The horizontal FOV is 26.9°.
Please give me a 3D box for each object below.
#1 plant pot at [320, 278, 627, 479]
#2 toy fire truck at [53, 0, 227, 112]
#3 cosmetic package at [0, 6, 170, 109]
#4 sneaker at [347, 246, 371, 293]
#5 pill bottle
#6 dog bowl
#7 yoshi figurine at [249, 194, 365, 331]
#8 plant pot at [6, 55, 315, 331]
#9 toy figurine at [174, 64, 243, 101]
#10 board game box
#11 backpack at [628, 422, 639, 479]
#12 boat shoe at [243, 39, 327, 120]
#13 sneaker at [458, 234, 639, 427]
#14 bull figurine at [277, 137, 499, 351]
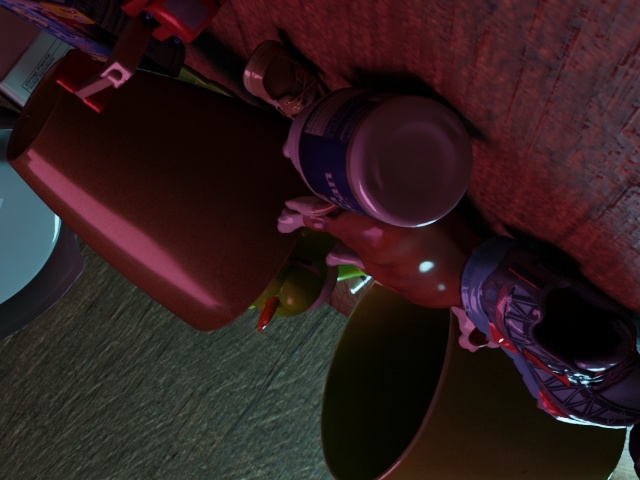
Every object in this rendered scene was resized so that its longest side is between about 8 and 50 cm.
[{"bbox_3d":[0.195,0.187,1.530,0.293,0.275,0.275,21,180,-22],"label":"plant pot"},{"bbox_3d":[-0.143,-0.165,1.061,0.047,0.135,0.192,38,174,-21],"label":"toy fire truck"},{"bbox_3d":[-0.302,-0.203,1.624,0.129,0.153,0.296,31,172,30],"label":"cosmetic package"},{"bbox_3d":[0.000,0.000,1.821,0.185,0.084,0.069,32,173,35],"label":"sneaker"},{"bbox_3d":[0.036,-0.067,1.010,0.094,0.094,0.169,38,174,-23],"label":"pill bottle"},{"bbox_3d":[-0.445,-0.017,1.630,0.102,0.349,0.349,48,-178,35],"label":"dog bowl"},{"bbox_3d":[-0.016,-0.022,1.583,0.362,0.203,0.203,-96,-6,-79],"label":"yoshi figurine"},{"bbox_3d":[-0.169,-0.070,1.325,0.254,0.237,0.237,30,177,-27],"label":"plant pot"},{"bbox_3d":[-0.166,-0.107,1.553,0.130,0.159,0.173,39,173,-33],"label":"toy figurine"},{"bbox_3d":[-0.224,-0.226,1.364,0.194,0.060,0.194,19,173,44],"label":"board game box"},{"bbox_3d":[0.392,0.236,1.281,0.152,0.115,0.182,42,170,-26],"label":"backpack"},{"bbox_3d":[-0.023,-0.129,1.116,0.045,0.050,0.135,30,-177,19],"label":"boat shoe"},{"bbox_3d":[0.233,0.103,1.200,0.262,0.104,0.125,39,171,-32],"label":"sneaker"},{"bbox_3d":[0.081,0.006,1.255,0.188,0.101,0.310,18,163,32],"label":"bull figurine"}]
